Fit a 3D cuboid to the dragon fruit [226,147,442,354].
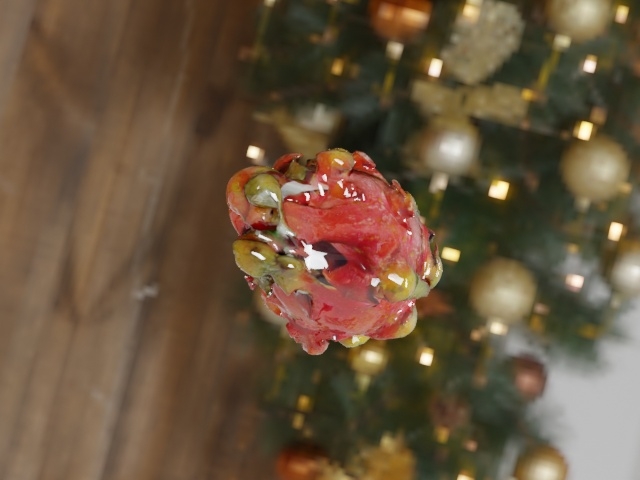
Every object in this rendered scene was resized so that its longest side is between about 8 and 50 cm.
[{"bbox_3d":[0.000,0.000,1.338,0.150,0.133,0.208,49,-174,34],"label":"dragon fruit"}]
